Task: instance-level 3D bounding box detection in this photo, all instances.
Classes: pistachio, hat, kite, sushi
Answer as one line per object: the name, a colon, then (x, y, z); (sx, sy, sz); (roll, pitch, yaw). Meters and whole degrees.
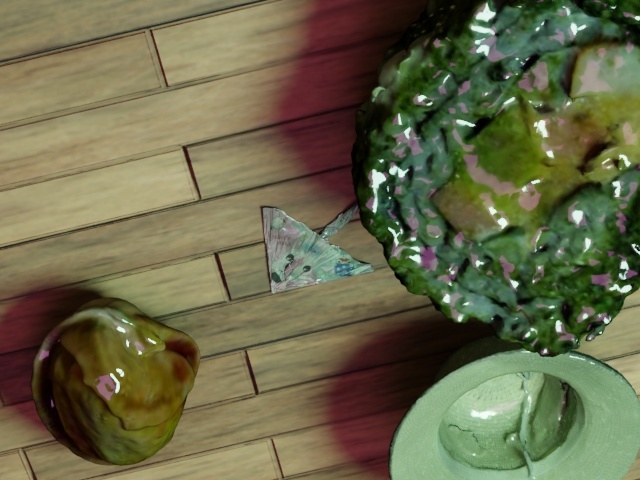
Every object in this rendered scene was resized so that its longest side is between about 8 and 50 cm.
pistachio: (-0.193, 0.146, 1.561); (0.165, 0.130, 0.210); (-13, 134, -3)
hat: (0.185, 0.169, 1.629); (0.257, 0.130, 0.257); (-4, 126, -5)
kite: (0.000, 0.000, 1.558); (0.139, 0.011, 0.156); (32, 116, -29)
sushi: (0.187, -0.095, 1.387); (0.294, 0.178, 0.352); (34, 118, -8)
